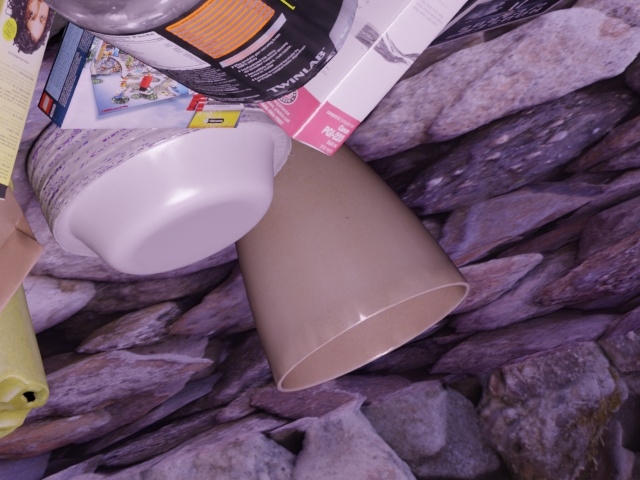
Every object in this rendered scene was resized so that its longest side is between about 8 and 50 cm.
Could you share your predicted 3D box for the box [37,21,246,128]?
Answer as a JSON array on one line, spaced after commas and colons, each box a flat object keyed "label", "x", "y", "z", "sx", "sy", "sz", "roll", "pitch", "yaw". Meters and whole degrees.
[{"label": "box", "x": -0.148, "y": -0.186, "z": 1.824, "sx": 0.233, "sy": 0.044, "sz": 0.159, "roll": -4, "pitch": 126, "yaw": -47}]

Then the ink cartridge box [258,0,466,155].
[{"label": "ink cartridge box", "x": 0.015, "y": -0.215, "z": 1.777, "sx": 0.218, "sy": 0.158, "sz": 0.092, "roll": -49, "pitch": 153, "yaw": 10}]

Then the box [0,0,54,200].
[{"label": "box", "x": -0.278, "y": -0.156, "z": 1.579, "sx": 0.058, "sy": 0.232, "sz": 0.087, "roll": 12, "pitch": 176, "yaw": 22}]

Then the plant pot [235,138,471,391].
[{"label": "plant pot", "x": 0.000, "y": 0.000, "z": 2.228, "sx": 0.256, "sy": 0.274, "sz": 0.256, "roll": -27, "pitch": 166, "yaw": -7}]

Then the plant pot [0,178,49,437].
[{"label": "plant pot", "x": -0.414, "y": 0.086, "z": 1.989, "sx": 0.276, "sy": 0.254, "sz": 0.276, "roll": -23, "pitch": 162, "yaw": -8}]

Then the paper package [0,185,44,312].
[{"label": "paper package", "x": -0.453, "y": 0.042, "z": 1.666, "sx": 0.325, "sy": 0.168, "sz": 0.309, "roll": -17, "pitch": -158, "yaw": 17}]

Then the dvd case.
[{"label": "dvd case", "x": 0.208, "y": -0.269, "z": 2.069, "sx": 0.179, "sy": 0.030, "sz": 0.238, "roll": -18, "pitch": 176, "yaw": -17}]

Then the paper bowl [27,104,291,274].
[{"label": "paper bowl", "x": -0.166, "y": -0.067, "z": 2.061, "sx": 0.284, "sy": 0.148, "sz": 0.284, "roll": -24, "pitch": 162, "yaw": -8}]

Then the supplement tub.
[{"label": "supplement tub", "x": -0.115, "y": -0.246, "z": 1.550, "sx": 0.207, "sy": 0.207, "sz": 0.338, "roll": -30, "pitch": 160, "yaw": 14}]
